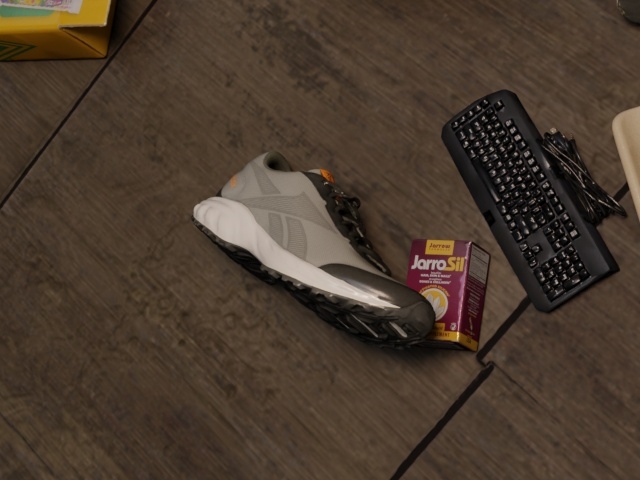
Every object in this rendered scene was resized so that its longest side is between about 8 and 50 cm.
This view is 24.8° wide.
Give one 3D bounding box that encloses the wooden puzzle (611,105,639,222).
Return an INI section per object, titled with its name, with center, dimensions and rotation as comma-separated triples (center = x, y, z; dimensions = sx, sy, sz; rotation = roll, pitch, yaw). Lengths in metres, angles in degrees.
[wooden puzzle]
center = 0.352, -0.042, 1.067
dimensions = 0.238, 0.044, 0.221
rotation = -21, 66, 20

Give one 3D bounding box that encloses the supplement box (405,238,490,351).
[supplement box]
center = 0.100, 0.044, 1.170
dimensions = 0.055, 0.043, 0.083
rotation = 1, 75, 29

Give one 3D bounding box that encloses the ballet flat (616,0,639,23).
[ballet flat]
center = 0.317, -0.216, 1.144
dimensions = 0.173, 0.057, 0.049
rotation = -22, 26, 19

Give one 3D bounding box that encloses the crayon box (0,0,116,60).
[crayon box]
center = -0.306, -0.287, 1.454
dimensions = 0.323, 0.083, 0.203
rotation = 3, 76, 28

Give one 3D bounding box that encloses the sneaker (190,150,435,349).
[sneaker]
center = 0.000, 0.000, 1.183
dimensions = 0.108, 0.100, 0.271
rotation = -51, 45, -6

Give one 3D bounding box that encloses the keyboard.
[keyboard]
center = 0.170, -0.046, 1.166
dimensions = 0.100, 0.038, 0.192
rotation = -34, 63, 14
